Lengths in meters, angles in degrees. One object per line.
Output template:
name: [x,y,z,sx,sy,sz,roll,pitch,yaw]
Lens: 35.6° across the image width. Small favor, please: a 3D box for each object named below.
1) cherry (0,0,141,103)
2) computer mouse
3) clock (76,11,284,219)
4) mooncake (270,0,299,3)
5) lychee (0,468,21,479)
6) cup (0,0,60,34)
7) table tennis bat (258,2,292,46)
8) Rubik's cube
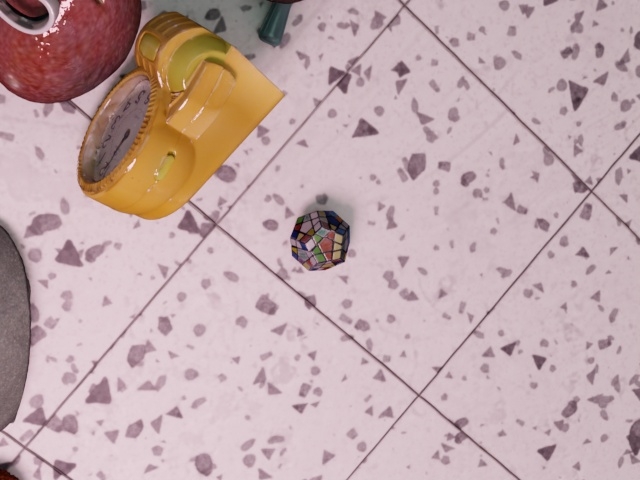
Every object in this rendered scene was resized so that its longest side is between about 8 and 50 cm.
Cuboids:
cherry: [-0.384,-0.336,1.468,0.221,0.307,0.261,40,66,-3]
computer mouse: [-0.563,0.148,1.592,0.203,0.114,0.374,-4,99,-12]
clock: [-0.240,-0.180,1.554,0.200,0.244,0.317,32,94,-32]
mooncake: [-0.043,-0.524,1.566,0.306,0.154,0.306,0,89,-13]
lychee: [-0.552,0.437,1.642,0.129,0.123,0.123,-34,109,-43]
cup: [-0.426,-0.367,1.253,0.202,0.167,0.221,-10,98,14]
table tennis bat: [-0.046,-0.442,1.660,0.153,0.040,0.244,20,90,-14]
Rubik's cube: [0.000,0.000,1.713,0.111,0.111,0.093,-50,134,-1]
